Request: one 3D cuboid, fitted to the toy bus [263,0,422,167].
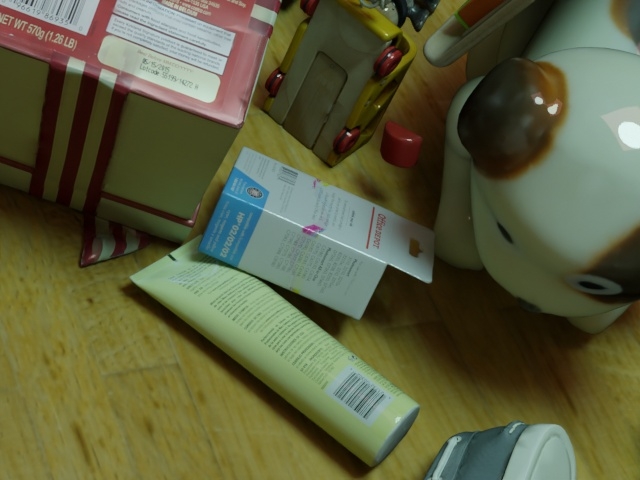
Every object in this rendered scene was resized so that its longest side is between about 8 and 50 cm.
[{"bbox_3d":[0.032,-0.169,1.216,0.202,0.191,0.104,2,28,40],"label":"toy bus"}]

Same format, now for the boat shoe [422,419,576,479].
[{"bbox_3d":[0.081,0.253,0.956,0.099,0.116,0.319,2,40,37],"label":"boat shoe"}]

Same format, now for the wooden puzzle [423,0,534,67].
[{"bbox_3d":[0.204,-0.249,1.109,0.044,0.239,0.221,50,61,-10],"label":"wooden puzzle"}]

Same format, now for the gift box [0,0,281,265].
[{"bbox_3d":[-0.179,-0.145,1.054,0.255,0.258,0.276,23,65,-8],"label":"gift box"}]

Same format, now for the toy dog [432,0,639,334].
[{"bbox_3d":[0.258,-0.090,1.122,0.284,0.395,0.408,39,37,-2],"label":"toy dog"}]

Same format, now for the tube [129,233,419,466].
[{"bbox_3d":[-0.033,0.081,1.061,0.240,0.070,0.062,37,88,15],"label":"tube"}]

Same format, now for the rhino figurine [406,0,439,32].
[{"bbox_3d":[0.064,-0.255,1.335,0.106,0.073,0.243,27,20,2],"label":"rhino figurine"}]

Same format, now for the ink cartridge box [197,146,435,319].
[{"bbox_3d":[0.000,0.000,1.117,0.181,0.061,0.104,24,26,-4],"label":"ink cartridge box"}]
